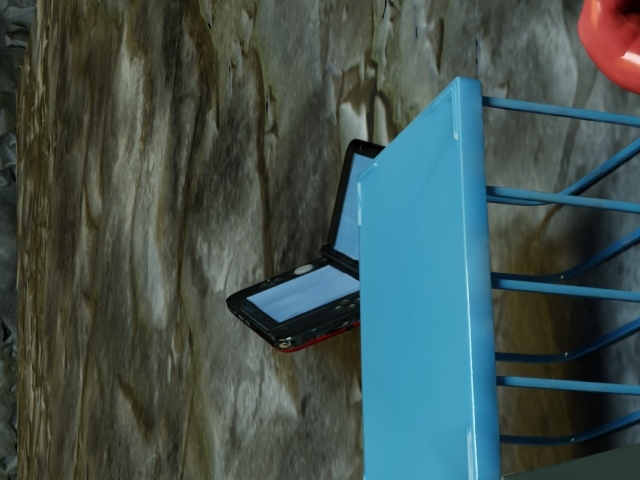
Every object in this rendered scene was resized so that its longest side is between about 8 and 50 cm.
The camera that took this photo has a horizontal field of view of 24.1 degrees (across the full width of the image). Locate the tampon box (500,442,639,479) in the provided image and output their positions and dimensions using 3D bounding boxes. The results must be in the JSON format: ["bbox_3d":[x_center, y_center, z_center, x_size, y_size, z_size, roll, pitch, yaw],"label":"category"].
[{"bbox_3d":[0.126,0.151,0.430,0.120,0.101,0.161,75,180,-45],"label":"tampon box"}]

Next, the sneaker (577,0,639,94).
[{"bbox_3d":[0.113,-0.130,0.383,0.118,0.107,0.279,-55,-24,-21],"label":"sneaker"}]

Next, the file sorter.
[{"bbox_3d":[0.085,0.036,0.646,0.118,0.104,0.170,136,137,-64],"label":"file sorter"}]

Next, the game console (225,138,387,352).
[{"bbox_3d":[0.000,0.000,0.954,0.144,0.124,0.085,-154,44,-71],"label":"game console"}]
